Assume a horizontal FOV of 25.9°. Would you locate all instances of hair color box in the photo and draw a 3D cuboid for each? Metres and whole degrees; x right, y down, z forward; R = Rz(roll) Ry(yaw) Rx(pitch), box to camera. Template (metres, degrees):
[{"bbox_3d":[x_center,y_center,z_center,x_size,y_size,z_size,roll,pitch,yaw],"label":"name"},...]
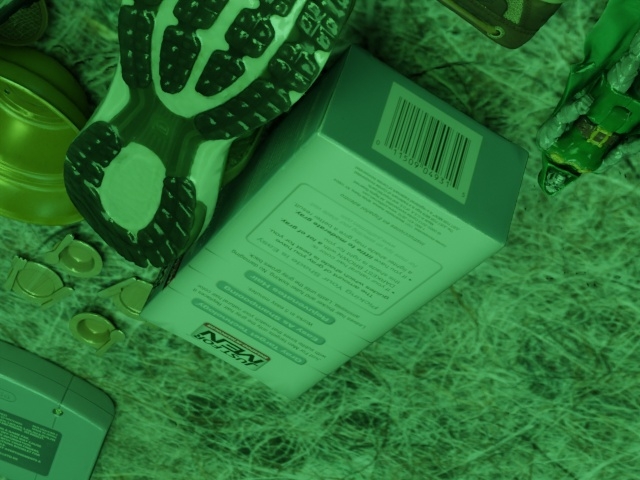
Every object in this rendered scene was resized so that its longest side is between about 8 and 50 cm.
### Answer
[{"bbox_3d":[0.000,0.000,1.268,0.185,0.113,0.374,31,142,-14],"label":"hair color box"}]

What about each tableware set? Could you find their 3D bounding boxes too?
[{"bbox_3d":[-0.253,0.058,1.501,0.169,0.020,0.141,38,130,-19],"label":"tableware set"}]

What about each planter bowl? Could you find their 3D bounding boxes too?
[{"bbox_3d":[-0.282,-0.116,1.287,0.217,0.090,0.217,14,146,10],"label":"planter bowl"}]

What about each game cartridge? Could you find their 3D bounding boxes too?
[{"bbox_3d":[-0.397,0.195,1.648,0.297,0.062,0.198,22,130,-5],"label":"game cartridge"}]

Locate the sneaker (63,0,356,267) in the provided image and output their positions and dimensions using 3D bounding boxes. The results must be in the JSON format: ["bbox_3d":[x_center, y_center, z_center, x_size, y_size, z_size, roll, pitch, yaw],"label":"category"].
[{"bbox_3d":[-0.075,-0.155,1.127,0.158,0.182,0.410,40,136,-3],"label":"sneaker"}]

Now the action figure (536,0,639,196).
[{"bbox_3d":[0.251,-0.114,1.173,0.137,0.063,0.232,24,137,-11],"label":"action figure"}]

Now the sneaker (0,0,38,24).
[{"bbox_3d":[-0.191,-0.235,1.090,0.283,0.107,0.124,-39,146,20],"label":"sneaker"}]

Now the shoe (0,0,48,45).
[{"bbox_3d":[-0.325,-0.255,1.212,0.076,0.058,0.219,-44,118,8],"label":"shoe"}]

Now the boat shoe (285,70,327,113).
[{"bbox_3d":[0.017,-0.127,1.236,0.125,0.046,0.038,18,140,11],"label":"boat shoe"}]

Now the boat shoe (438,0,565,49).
[{"bbox_3d":[0.037,-0.252,1.065,0.342,0.123,0.123,24,133,-16],"label":"boat shoe"}]
